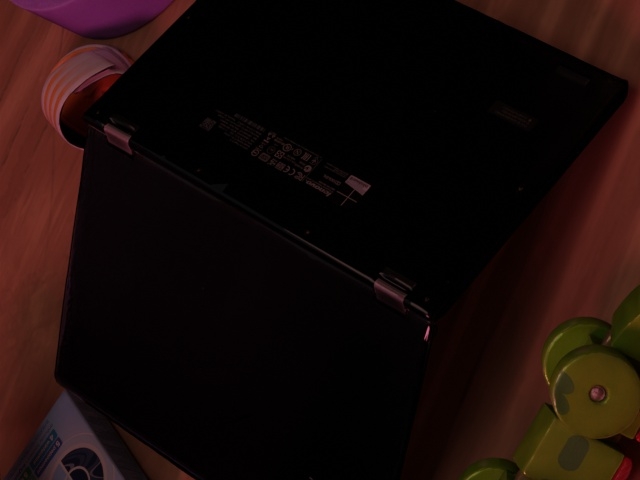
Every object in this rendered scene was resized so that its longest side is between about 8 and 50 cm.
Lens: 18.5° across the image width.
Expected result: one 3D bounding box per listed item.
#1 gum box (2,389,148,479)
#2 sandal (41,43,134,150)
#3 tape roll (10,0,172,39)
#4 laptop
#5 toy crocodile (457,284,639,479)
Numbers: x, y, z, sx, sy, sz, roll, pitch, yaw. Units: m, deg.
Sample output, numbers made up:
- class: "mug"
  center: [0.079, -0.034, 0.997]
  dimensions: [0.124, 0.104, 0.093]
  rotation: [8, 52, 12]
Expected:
- class: "gum box"
  center: [-0.228, 0.257, 1.824]
  dimensions: [0.157, 0.041, 0.184]
  rotation: [-55, 45, 13]
- class: "sandal"
  center: [-0.212, -0.130, 1.938]
  dimensions: [0.265, 0.076, 0.102]
  rotation: [38, 100, 44]
- class: "tape roll"
  center: [-0.222, -0.351, 2.028]
  dimensions: [0.274, 0.090, 0.275]
  rotation: [-17, 63, 38]
- class: "laptop"
  center: [0.000, 0.000, 1.659]
  dimensions: [0.382, 0.236, 0.408]
  rotation: [30, 68, 30]
- class: "toy crocodile"
  center: [0.178, 0.168, 1.445]
  dimensions: [0.341, 0.105, 0.115]
  rotation: [-58, 4, 10]
